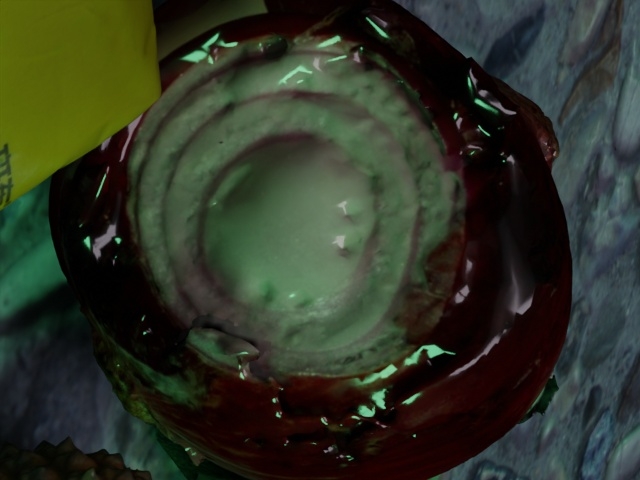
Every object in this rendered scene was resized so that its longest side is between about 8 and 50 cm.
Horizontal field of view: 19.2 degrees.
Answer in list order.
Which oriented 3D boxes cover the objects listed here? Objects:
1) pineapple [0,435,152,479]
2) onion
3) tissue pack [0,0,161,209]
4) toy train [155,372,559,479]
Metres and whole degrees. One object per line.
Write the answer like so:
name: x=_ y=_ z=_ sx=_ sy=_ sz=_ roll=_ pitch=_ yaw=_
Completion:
pineapple: x=-0.153 y=0.206 z=1.178 sx=0.166 sy=0.193 sz=0.166 roll=5 pitch=84 yaw=-58
onion: x=-0.003 y=0.007 z=1.206 sx=0.341 sy=0.341 sz=0.341 roll=-30 pitch=128 yaw=-47
tissue pack: x=-0.187 y=-0.151 z=0.980 sx=0.192 sy=0.134 sz=0.271 roll=-41 pitch=145 yaw=-34
toy train: x=0.035 y=0.120 z=1.475 sx=0.397 sy=0.160 sz=0.253 roll=-55 pitch=137 yaw=-26
